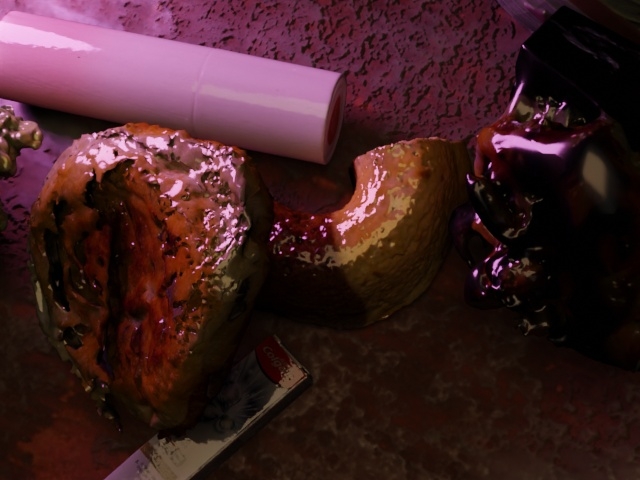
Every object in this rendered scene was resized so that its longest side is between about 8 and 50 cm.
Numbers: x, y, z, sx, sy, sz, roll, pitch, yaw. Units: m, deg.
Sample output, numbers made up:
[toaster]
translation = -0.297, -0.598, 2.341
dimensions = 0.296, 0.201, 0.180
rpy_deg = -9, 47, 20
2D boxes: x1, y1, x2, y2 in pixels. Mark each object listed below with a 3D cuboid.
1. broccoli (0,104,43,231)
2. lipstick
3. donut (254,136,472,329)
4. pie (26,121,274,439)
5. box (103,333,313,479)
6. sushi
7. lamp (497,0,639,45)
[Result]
[broccoli]
translation = -0.389, -0.068, 1.368
dimensions = 0.288, 0.248, 0.245
rpy_deg = 1, 42, 17
[lipstick]
translation = -0.143, -0.144, 1.382
dimensions = 0.327, 0.087, 0.087
rpy_deg = 12, 80, 10
[donut]
translation = 0.000, 0.000, 1.323
dimensions = 0.295, 0.112, 0.151
rpy_deg = -14, 74, 5
[pie]
translation = -0.160, 0.027, 1.285
dimensions = 0.308, 0.085, 0.308
rpy_deg = 11, 106, 43
[box]
translation = -0.105, 0.176, 1.336
dimensions = 0.218, 0.039, 0.055
rpy_deg = -42, 75, -3
[sushi]
translation = 0.217, -0.018, 1.207
dimensions = 0.215, 0.212, 0.227
rpy_deg = 30, 128, 11
[lamp]
translation = 0.235, -0.285, 1.299
dimensions = 0.265, 0.233, 0.233
rpy_deg = 45, 87, -4
